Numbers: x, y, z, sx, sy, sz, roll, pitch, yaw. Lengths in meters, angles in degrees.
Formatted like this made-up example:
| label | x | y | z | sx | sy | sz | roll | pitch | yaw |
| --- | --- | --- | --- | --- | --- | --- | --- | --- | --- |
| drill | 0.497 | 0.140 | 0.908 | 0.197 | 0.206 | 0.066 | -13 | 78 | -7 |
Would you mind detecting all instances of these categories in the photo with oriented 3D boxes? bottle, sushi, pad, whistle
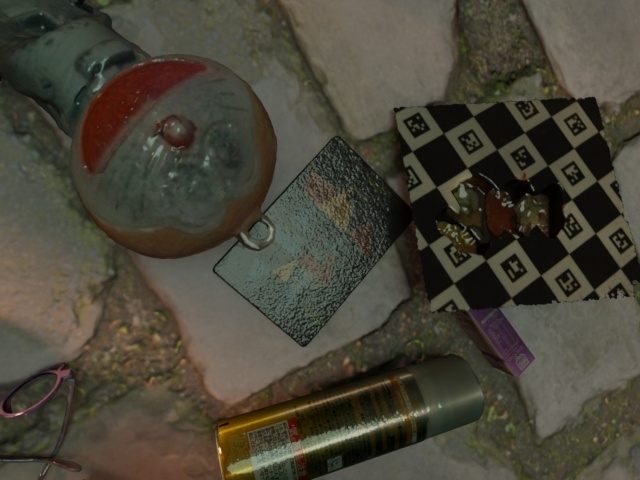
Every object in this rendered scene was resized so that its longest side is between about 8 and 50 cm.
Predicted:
| label | x | y | z | sx | sy | sz | roll | pitch | yaw |
| --- | --- | --- | --- | --- | --- | --- | --- | --- | --- |
| bottle | 0.036 | 0.197 | 0.484 | 0.286 | 0.082 | 0.082 | -12 | 94 | -14 |
| sushi | 0.236 | -0.045 | 0.550 | 0.289 | 0.050 | 0.264 | -5 | 78 | -12 |
| pad | 0.000 | 0.000 | 0.511 | 0.143 | 0.003 | 0.211 | 42 | 80 | -12 |
| whistle | -0.172 | -0.115 | 0.388 | 0.348 | 0.189 | 0.189 | 42 | 81 | -1 |

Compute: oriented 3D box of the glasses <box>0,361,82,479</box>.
| label | x | y | z | sx | sy | sz | roll | pitch | yaw |
| --- | --- | --- | --- | --- | --- | --- | --- | --- | --- |
| glasses | -0.284 | 0.194 | 0.429 | 0.139 | 0.062 | 0.104 | -27 | 120 | -13 |

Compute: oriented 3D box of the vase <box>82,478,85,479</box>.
| label | x | y | z | sx | sy | sz | roll | pitch | yaw |
| --- | --- | --- | --- | --- | --- | --- | --- | --- | --- |
| vase | -0.190 | 0.306 | 0.432 | 0.148 | 0.081 | 0.081 | 37 | 82 | -15 |

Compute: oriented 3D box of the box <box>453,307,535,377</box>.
| label | x | y | z | sx | sy | sz | roll | pitch | yaw |
| --- | --- | --- | --- | --- | --- | --- | --- | --- | --- |
| box | 0.207 | 0.109 | 0.544 | 0.036 | 0.050 | 0.117 | -40 | 102 | -12 |
